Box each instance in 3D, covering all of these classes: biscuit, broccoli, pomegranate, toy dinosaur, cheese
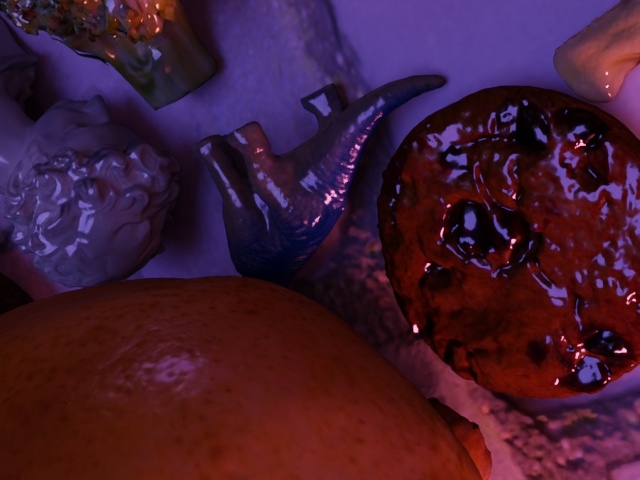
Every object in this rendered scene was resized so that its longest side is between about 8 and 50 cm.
[{"bbox_3d":[0.112,0.005,0.589,0.192,0.049,0.192,20,124,33],"label":"biscuit"},{"bbox_3d":[-0.130,-0.173,0.677,0.220,0.194,0.194,-23,90,17],"label":"broccoli"},{"bbox_3d":[-0.065,0.210,0.603,0.417,0.417,0.416,13,113,34],"label":"pomegranate"},{"bbox_3d":[0.000,0.000,0.682,0.248,0.075,0.188,-21,101,35],"label":"toy dinosaur"},{"bbox_3d":[0.158,-0.099,0.530,0.083,0.030,0.044,-35,79,50],"label":"cheese"}]

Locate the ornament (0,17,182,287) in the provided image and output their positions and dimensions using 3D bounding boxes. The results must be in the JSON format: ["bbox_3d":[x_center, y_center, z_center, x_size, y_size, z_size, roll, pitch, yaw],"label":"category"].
[{"bbox_3d":[-0.227,-0.068,0.780,0.285,0.120,0.130,33,124,26],"label":"ornament"}]

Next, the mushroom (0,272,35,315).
[{"bbox_3d":[-0.371,0.147,0.923,0.346,0.259,0.345,1,103,6],"label":"mushroom"}]
